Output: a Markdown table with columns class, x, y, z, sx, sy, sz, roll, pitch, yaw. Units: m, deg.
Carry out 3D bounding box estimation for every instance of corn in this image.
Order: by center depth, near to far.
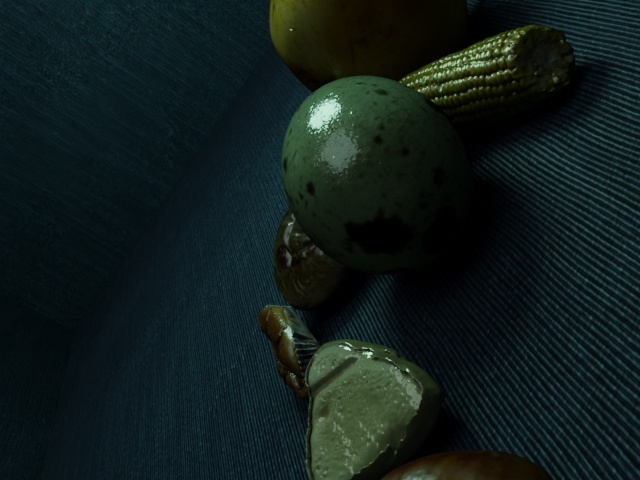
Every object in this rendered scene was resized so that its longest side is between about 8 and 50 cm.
| class | x | y | z | sx | sy | sz | roll | pitch | yaw |
| --- | --- | --- | --- | --- | --- | --- | --- | --- | --- |
| corn | 0.243 | -0.249 | 1.256 | 0.387 | 0.144 | 0.144 | -17 | 45 | 62 |

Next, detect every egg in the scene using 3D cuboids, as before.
| class | x | y | z | sx | sy | sz | roll | pitch | yaw |
| --- | --- | --- | --- | --- | --- | --- | --- | --- | --- |
| egg | 0.080 | -0.108 | 1.195 | 0.288 | 0.287 | 0.379 | -54 | 36 | 8 |

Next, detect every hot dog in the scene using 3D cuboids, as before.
| class | x | y | z | sx | sy | sz | roll | pitch | yaw |
| --- | --- | --- | --- | --- | --- | --- | --- | --- | --- |
| hot dog | -0.051 | 0.185 | 1.321 | 0.075 | 0.144 | 0.268 | -21 | 14 | -9 |

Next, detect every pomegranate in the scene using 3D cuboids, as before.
| class | x | y | z | sx | sy | sz | roll | pitch | yaw |
| --- | --- | --- | --- | --- | --- | --- | --- | --- | --- |
| pomegranate | 0.099 | -0.458 | 1.526 | 0.417 | 0.416 | 0.417 | -46 | 24 | 28 |

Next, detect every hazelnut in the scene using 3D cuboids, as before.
| class | x | y | z | sx | sy | sz | roll | pitch | yaw |
| --- | --- | --- | --- | --- | --- | --- | --- | --- | --- |
| hazelnut | 0.135 | 0.287 | 0.721 | 0.214 | 0.176 | 0.214 | -16 | 18 | 5 |

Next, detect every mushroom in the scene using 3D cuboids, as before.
| class | x | y | z | sx | sy | sz | roll | pitch | yaw |
| --- | --- | --- | --- | --- | --- | --- | --- | --- | --- |
| mushroom | 0.000 | 0.000 | 1.435 | 0.278 | 0.146 | 0.278 | -43 | 33 | 37 |

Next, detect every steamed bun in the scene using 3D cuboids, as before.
| class | x | y | z | sx | sy | sz | roll | pitch | yaw |
| --- | --- | --- | --- | --- | --- | --- | --- | --- | --- |
| steamed bun | 0.068 | 0.225 | 1.025 | 0.231 | 0.110 | 0.212 | -46 | 41 | 20 |
